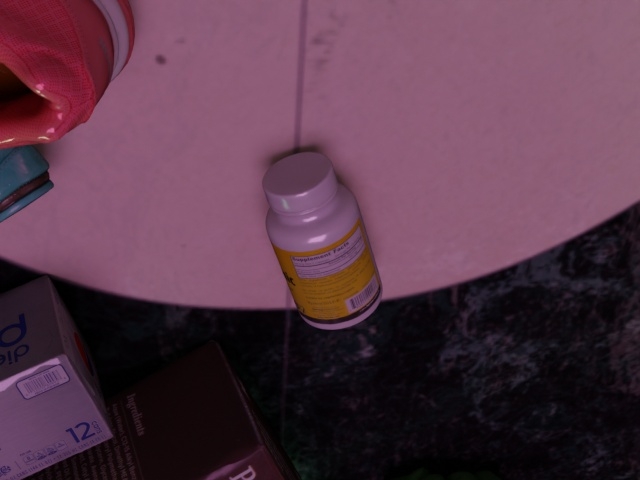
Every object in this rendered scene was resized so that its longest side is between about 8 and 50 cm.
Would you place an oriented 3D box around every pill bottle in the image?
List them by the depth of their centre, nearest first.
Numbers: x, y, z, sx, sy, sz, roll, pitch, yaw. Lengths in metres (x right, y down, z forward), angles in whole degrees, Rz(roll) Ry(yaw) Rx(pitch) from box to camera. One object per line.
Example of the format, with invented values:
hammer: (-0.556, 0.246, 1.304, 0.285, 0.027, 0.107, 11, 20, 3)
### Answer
pill bottle: (0.000, 0.000, 0.578, 0.065, 0.065, 0.116, -15, 128, 4)

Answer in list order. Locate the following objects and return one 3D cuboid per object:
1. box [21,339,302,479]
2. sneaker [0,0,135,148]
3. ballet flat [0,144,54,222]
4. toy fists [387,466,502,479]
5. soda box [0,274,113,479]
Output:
box: (-0.192, 0.264, 0.650, 0.381, 0.143, 0.191, -30, 126, -7)
sneaker: (-0.255, -0.103, 0.416, 0.313, 0.136, 0.116, 1, 127, -8)
ballet flat: (-0.280, -0.005, 0.536, 0.247, 0.083, 0.087, -33, 101, 17)
toy fists: (0.054, 0.286, 0.793, 0.279, 0.096, 0.142, -12, 138, -1)
soda box: (-0.297, 0.135, 0.577, 0.286, 0.098, 0.091, -23, 129, -9)
